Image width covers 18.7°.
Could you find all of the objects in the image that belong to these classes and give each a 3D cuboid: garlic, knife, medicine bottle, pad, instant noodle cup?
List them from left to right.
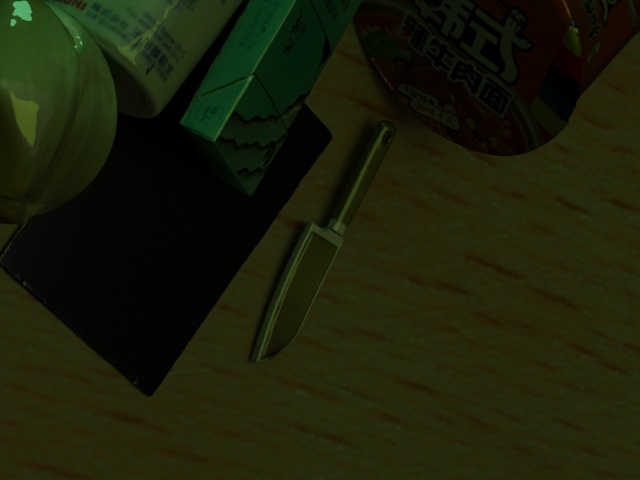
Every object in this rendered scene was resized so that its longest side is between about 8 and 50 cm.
[{"bbox_3d":[-0.289,-0.117,1.448,0.281,0.185,0.203,3,92,-16],"label":"garlic"},{"bbox_3d":[-0.127,-0.040,1.682,0.202,0.005,0.299,46,69,-32],"label":"pad"},{"bbox_3d":[-0.091,-0.269,1.602,0.130,0.130,0.341,45,69,-32],"label":"medicine bottle"},{"bbox_3d":[-0.001,0.000,1.772,0.046,0.022,0.256,34,79,-42],"label":"knife"},{"bbox_3d":[0.181,-0.227,1.758,0.192,0.250,0.250,-37,117,-37],"label":"instant noodle cup"}]

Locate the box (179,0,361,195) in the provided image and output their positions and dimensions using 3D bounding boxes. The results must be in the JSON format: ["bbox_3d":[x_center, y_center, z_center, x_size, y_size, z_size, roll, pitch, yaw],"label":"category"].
[{"bbox_3d":[-0.032,-0.163,1.643,0.229,0.041,0.162,-61,165,-9],"label":"box"}]
